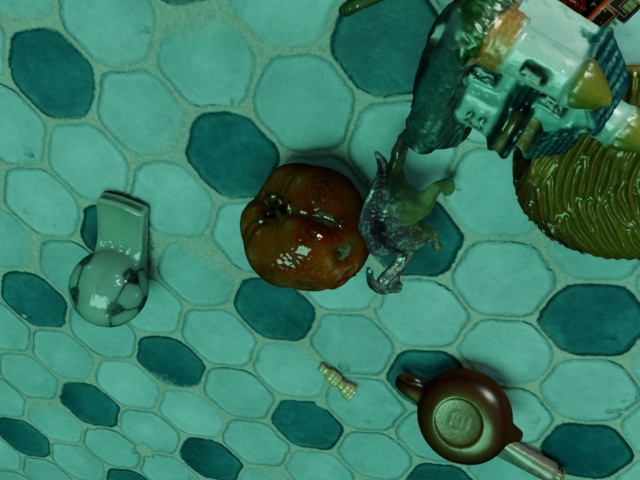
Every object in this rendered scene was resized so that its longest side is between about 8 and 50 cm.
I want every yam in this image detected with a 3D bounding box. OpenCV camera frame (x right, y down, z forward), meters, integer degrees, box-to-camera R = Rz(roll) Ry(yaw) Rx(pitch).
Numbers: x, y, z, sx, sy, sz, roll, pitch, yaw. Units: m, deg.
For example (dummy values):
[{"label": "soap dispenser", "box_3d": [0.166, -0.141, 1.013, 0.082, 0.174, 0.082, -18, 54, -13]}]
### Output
[{"label": "yam", "box_3d": [0.122, -0.340, 0.992, 0.234, 0.027, 0.029, -16, 89, 32]}]

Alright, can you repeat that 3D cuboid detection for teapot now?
[{"label": "teapot", "box_3d": [0.257, 0.316, 1.435, 0.252, 0.135, 0.178, 26, 101, 24]}]

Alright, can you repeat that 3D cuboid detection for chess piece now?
[{"label": "chess piece", "box_3d": [0.031, 0.284, 1.548, 0.092, 0.035, 0.035, 42, 130, -10]}]

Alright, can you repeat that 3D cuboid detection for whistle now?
[{"label": "whistle", "box_3d": [-0.401, 0.065, 1.448, 0.163, 0.163, 0.290, 18, 133, 6]}]

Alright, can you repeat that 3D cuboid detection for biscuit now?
[{"label": "biscuit", "box_3d": [0.429, -0.096, 1.071, 0.317, 0.040, 0.318, 10, 132, 12]}]

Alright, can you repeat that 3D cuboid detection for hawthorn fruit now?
[{"label": "hawthorn fruit", "box_3d": [0.000, 0.000, 1.225, 0.207, 0.208, 0.243, -18, 140, 32]}]

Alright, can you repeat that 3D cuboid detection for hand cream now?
[{"label": "hand cream", "box_3d": [0.387, 0.424, 1.525, 0.209, 0.043, 0.067, 26, 133, 7]}]

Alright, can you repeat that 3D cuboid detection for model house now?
[{"label": "model house", "box_3d": [0.269, -0.170, 0.921, 0.291, 0.184, 0.253, 29, 149, 8]}]

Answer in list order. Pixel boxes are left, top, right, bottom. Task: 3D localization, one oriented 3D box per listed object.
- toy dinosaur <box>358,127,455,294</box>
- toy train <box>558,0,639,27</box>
[{"label": "toy dinosaur", "box_3d": [0.125, -0.038, 1.152, 0.077, 0.162, 0.294, 25, 142, 45]}, {"label": "toy train", "box_3d": [0.330, -0.284, 0.946, 0.087, 0.050, 0.138, 34, 132, -13]}]
